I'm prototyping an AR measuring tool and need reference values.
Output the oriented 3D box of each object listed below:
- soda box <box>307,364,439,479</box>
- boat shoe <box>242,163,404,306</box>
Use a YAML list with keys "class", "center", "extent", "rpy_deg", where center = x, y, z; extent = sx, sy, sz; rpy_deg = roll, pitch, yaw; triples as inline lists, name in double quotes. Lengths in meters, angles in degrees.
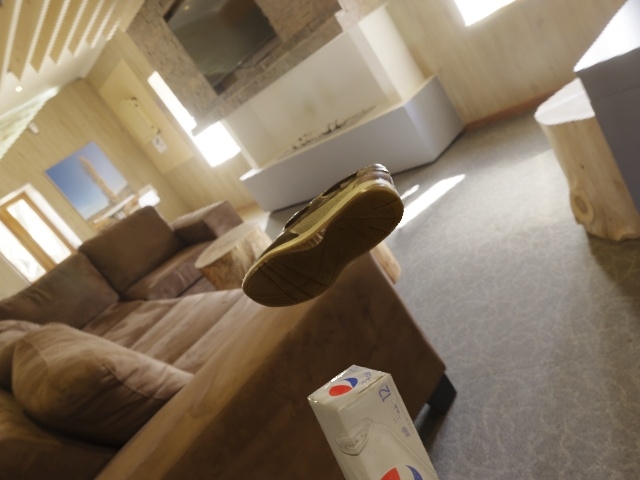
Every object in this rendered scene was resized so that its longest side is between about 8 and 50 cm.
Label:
- class: "soda box"
  center: [0.093, 0.320, 0.677]
  extent: [0.091, 0.286, 0.098]
  rpy_deg: [-27, 7, -26]
- class: "boat shoe"
  center: [0.000, 0.000, 0.379]
  extent: [0.152, 0.056, 0.049]
  rpy_deg: [-34, 30, 29]
